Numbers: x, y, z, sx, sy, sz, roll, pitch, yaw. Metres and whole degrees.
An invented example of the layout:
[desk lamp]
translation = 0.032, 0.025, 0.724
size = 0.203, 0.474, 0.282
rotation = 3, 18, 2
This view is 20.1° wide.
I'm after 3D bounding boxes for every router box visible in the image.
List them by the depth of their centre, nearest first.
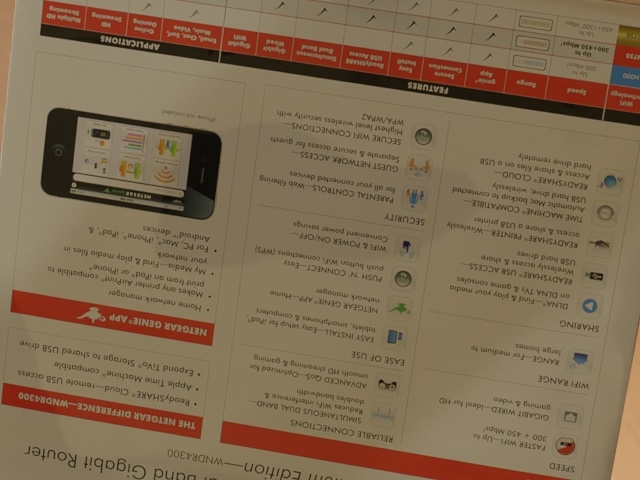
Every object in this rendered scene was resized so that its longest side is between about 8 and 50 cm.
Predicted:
[router box]
translation = 0.000, 0.000, 0.940
size = 0.335, 0.082, 0.301
rotation = 10, -77, 5
